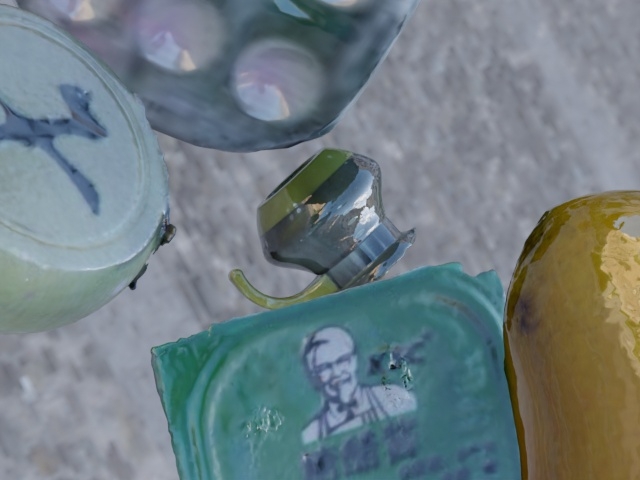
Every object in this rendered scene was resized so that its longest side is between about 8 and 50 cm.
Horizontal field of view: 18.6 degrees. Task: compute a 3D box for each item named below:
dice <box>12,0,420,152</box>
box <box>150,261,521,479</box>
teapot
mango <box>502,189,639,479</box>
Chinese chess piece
[{"bbox_3d":[-0.060,-0.298,1.649,0.328,0.330,0.348,29,37,-6],"label":"dice"},{"bbox_3d":[0.018,0.195,1.336,0.264,0.106,0.336,-14,97,-26],"label":"box"},{"bbox_3d":[0.000,0.000,1.713,0.119,0.166,0.130,48,-6,-5],"label":"teapot"},{"bbox_3d":[0.192,0.123,0.917,0.173,0.211,0.317,-15,88,-84],"label":"mango"},{"bbox_3d":[-0.207,-0.050,1.294,0.238,0.092,0.237,28,42,-28],"label":"Chinese chess piece"}]
